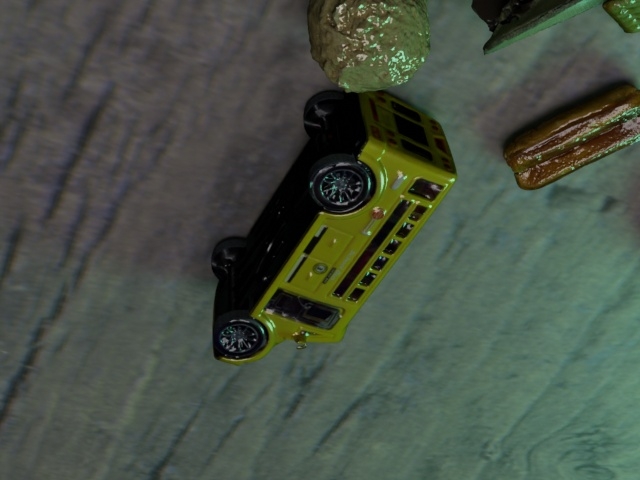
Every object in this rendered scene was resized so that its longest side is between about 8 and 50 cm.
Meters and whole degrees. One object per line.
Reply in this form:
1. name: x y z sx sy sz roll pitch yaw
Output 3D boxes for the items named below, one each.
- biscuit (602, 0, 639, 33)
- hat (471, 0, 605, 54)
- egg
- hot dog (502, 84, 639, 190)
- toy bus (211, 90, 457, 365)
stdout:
1. biscuit: 0.379 -0.237 0.888 0.231 0.016 0.139 -14 175 26
2. hat: 0.228 -0.272 0.847 0.257 0.257 0.130 -25 93 15
3. egg: 0.046 -0.197 0.917 0.118 0.116 0.140 -31 151 14
4. hot dog: 0.277 -0.111 1.051 0.165 0.045 0.071 -27 124 17
5. toy bus: 0.000 0.000 1.055 0.151 0.145 0.331 21 124 -22
